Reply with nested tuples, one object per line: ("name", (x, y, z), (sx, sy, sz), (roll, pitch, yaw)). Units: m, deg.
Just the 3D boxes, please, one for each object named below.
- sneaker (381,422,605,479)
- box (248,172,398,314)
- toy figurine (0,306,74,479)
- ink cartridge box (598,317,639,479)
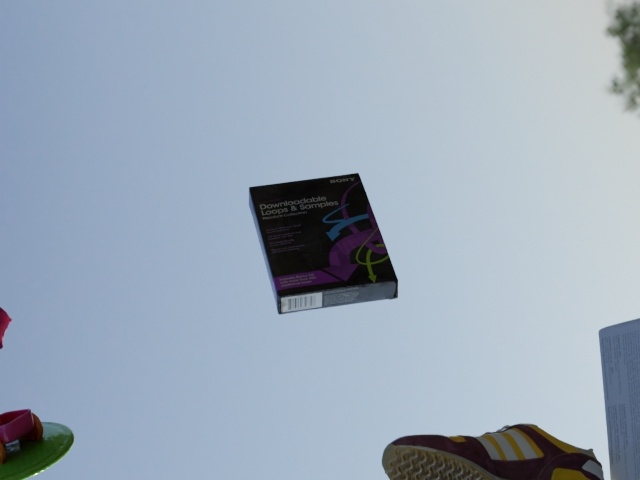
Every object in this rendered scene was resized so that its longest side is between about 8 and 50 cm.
("sneaker", (0.141, 0.185, 1.147), (0.185, 0.070, 0.084), (16, -147, -4))
("box", (0.000, 0.000, 1.353), (0.162, 0.116, 0.029), (-109, 15, -47))
("toy figurine", (-0.304, 0.112, 1.172), (0.130, 0.173, 0.159), (-32, -66, -52))
("ink cartridge box", (0.296, 0.145, 1.061), (0.066, 0.232, 0.189), (2, -102, -23))
